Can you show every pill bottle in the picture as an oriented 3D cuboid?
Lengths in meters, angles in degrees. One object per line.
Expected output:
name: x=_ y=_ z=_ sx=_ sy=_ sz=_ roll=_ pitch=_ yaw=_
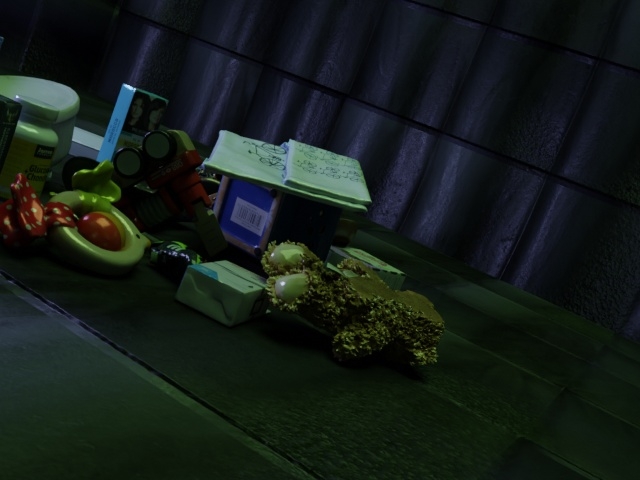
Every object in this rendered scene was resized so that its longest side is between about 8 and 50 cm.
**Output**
pill bottle: x=-0.512 y=-0.150 z=1.268 sx=0.103 sy=0.184 sz=0.103 roll=21 pitch=9 yaw=-3

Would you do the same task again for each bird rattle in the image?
bird rattle: x=-0.363 y=-0.030 z=1.136 sx=0.207 sy=0.143 sz=0.253 roll=39 pitch=12 yaw=0

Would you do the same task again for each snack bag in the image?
snack bag: x=-0.068 y=-0.161 z=1.567 sx=0.342 sy=0.037 sz=0.323 roll=14 pitch=21 yaw=-6

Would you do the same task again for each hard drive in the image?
hard drive: x=-0.683 y=-0.280 z=2.140 sx=0.203 sy=0.040 sz=0.307 roll=20 pitch=8 yaw=-13

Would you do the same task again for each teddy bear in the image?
teddy bear: x=0.045 y=0.113 z=1.238 sx=0.338 sy=0.113 sz=0.245 roll=17 pitch=24 yaw=-38

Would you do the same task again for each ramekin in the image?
ramekin: x=-0.616 y=-0.227 z=1.455 sx=0.273 sy=0.127 sz=0.273 roll=7 pitch=27 yaw=-3

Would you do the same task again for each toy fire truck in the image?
toy fire truck: x=-0.293 y=-0.059 z=1.383 sx=0.246 sy=0.217 sz=0.158 roll=60 pitch=6 yaw=-5

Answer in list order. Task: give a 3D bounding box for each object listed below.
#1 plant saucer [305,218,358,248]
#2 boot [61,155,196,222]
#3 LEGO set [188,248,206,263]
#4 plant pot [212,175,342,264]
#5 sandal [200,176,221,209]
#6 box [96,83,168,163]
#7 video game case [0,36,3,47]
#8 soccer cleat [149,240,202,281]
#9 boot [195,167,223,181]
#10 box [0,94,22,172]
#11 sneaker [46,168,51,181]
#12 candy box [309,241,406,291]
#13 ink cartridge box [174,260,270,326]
plant saucer: x=0.000 y=0.000 z=1.840 sx=0.199 sy=0.036 sz=0.198 roll=-11 pitch=-19 yaw=-4
boot: x=-0.402 y=-0.092 z=1.596 sx=0.263 sy=0.091 sz=0.229 roll=27 pitch=3 yaw=4
LEGO set: x=-0.235 y=0.030 z=1.394 sx=0.083 sy=0.023 sz=0.054 roll=18 pitch=9 yaw=-23
plant pot: x=-0.107 y=-0.067 z=1.666 sx=0.236 sy=0.236 sz=0.212 roll=27 pitch=17 yaw=28
sandal: x=-0.270 y=-0.103 z=2.018 sx=0.219 sy=0.090 sz=0.060 roll=30 pitch=44 yaw=-13
box: x=-0.455 y=-0.239 z=1.764 sx=0.060 sy=0.244 sz=0.100 roll=29 pitch=11 yaw=39
video game case: x=-0.767 y=-0.323 z=1.502 sx=0.061 sy=0.244 sz=0.269 roll=24 pitch=9 yaw=1
soccer cleat: x=-0.247 y=0.036 z=1.245 sx=0.072 sy=0.060 sz=0.179 roll=8 pitch=7 yaw=-23
boot: x=-0.318 y=-0.181 z=2.110 sx=0.236 sy=0.085 sz=0.178 roll=25 pitch=-15 yaw=-3
box: x=-0.616 y=-0.176 z=1.178 sx=0.233 sy=0.183 sz=0.059 roll=22 pitch=9 yaw=2
sneaker: x=-0.613 y=-0.163 z=1.526 sx=0.052 sy=0.058 sz=0.135 roll=27 pitch=11 yaw=32
candy box: x=0.085 y=0.071 z=1.793 sx=0.165 sy=0.070 sz=0.196 roll=28 pitch=10 yaw=39
ink cartridge box: x=-0.142 y=0.080 z=1.193 sx=0.104 sy=0.060 sz=0.180 roll=24 pitch=8 yaw=14
